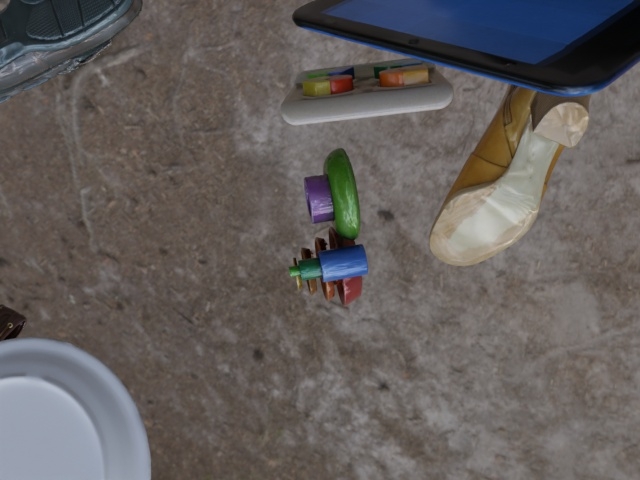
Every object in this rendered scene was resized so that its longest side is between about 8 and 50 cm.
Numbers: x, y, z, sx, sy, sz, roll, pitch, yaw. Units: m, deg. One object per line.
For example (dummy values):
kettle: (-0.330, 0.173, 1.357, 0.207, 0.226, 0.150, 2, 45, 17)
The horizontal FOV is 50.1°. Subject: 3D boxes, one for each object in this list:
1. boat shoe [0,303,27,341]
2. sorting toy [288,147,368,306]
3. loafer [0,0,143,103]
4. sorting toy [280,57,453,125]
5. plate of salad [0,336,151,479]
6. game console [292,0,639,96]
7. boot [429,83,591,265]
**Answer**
boat shoe: (-0.469, 0.178, 0.915, 0.073, 0.207, 0.073, 25, 152, -11)
sorting toy: (0.000, 0.000, 0.388, 0.042, 0.061, 0.102, -10, 128, -5)
loafer: (-0.314, -0.224, 0.772, 0.268, 0.084, 0.096, -20, 71, 10)
sorting toy: (0.054, -0.194, 0.837, 0.193, 0.208, 0.038, -5, 114, 5)
plate of salad: (-0.218, 0.173, 0.510, 0.200, 0.199, 0.048, 21, 173, 11)
game console: (0.153, -0.256, 0.541, 0.293, 0.173, 0.250, 28, 110, 38)
boot: (0.248, -0.119, 0.890, 0.104, 0.211, 0.295, 28, 129, -6)
